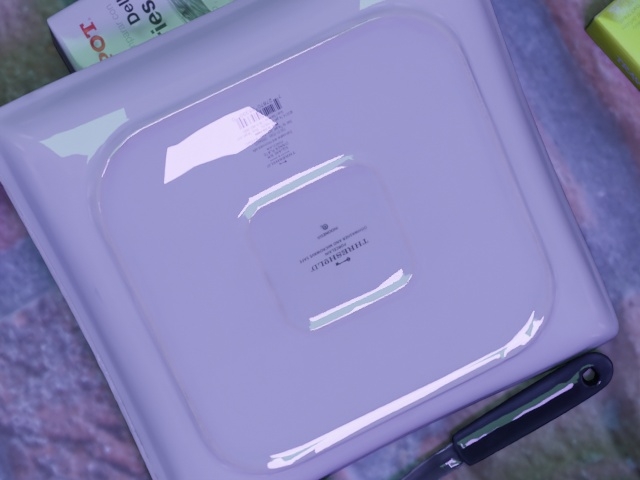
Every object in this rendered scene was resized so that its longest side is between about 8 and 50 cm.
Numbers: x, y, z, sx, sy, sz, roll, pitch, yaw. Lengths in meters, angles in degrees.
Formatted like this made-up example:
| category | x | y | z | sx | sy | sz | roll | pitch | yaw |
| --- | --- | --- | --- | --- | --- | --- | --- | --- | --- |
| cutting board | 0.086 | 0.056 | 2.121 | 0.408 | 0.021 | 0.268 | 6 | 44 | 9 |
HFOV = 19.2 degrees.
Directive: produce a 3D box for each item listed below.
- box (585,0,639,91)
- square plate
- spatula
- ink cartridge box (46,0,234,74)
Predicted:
| category | x | y | z | sx | sy | sz | roll | pitch | yaw |
| --- | --- | --- | --- | --- | --- | --- | --- | --- | --- |
| box | 0.289 | -0.123 | 1.352 | 0.109 | 0.042 | 0.178 | -41 | 88 | -4 |
| square plate | 0.000 | 0.000 | 1.266 | 0.347 | 0.049 | 0.344 | -26 | 111 | -5 |
| spatula | 0.080 | 0.163 | 1.327 | 0.296 | 0.030 | 0.084 | -33 | 100 | -6 |
| ink cartridge box | -0.058 | -0.133 | 1.313 | 0.219 | 0.092 | 0.160 | -31 | 88 | -4 |
